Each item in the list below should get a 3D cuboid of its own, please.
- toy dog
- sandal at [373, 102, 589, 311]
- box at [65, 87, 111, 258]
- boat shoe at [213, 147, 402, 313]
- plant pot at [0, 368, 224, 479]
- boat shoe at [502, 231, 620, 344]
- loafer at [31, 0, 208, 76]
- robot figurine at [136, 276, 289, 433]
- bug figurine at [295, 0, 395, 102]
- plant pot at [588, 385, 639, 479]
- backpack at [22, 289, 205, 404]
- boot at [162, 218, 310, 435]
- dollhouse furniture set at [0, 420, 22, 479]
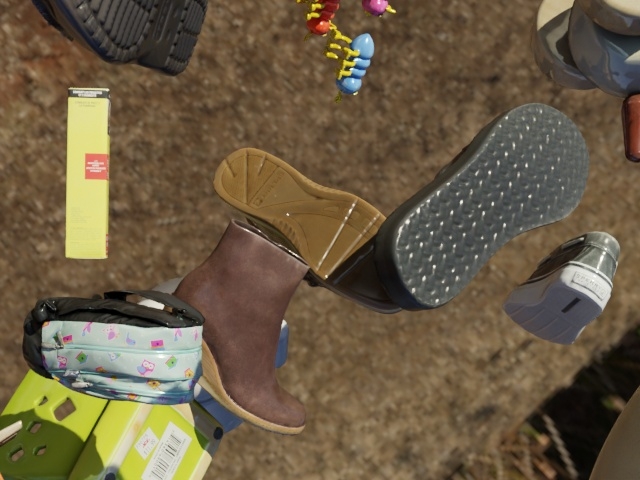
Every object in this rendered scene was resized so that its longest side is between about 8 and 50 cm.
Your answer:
[{"bbox_3d":[0.318,-0.148,0.898,0.333,0.161,0.220,-12,169,18],"label":"toy dog"},{"bbox_3d":[0.204,-0.057,1.650,0.446,0.107,0.167,-32,105,-39],"label":"sandal"},{"bbox_3d":[-0.321,-0.091,1.726,0.058,0.232,0.087,2,178,-8],"label":"box"},{"bbox_3d":[0.000,0.000,1.704,0.123,0.342,0.123,-51,153,-15],"label":"boat shoe"},{"bbox_3d":[-0.274,0.273,1.654,0.227,0.207,0.228,50,56,-39],"label":"plant pot"},{"bbox_3d":[0.379,0.072,1.894,0.119,0.121,0.335,-56,-178,-16],"label":"boat shoe"},{"bbox_3d":[-0.216,-0.236,1.189,0.366,0.130,0.134,39,70,-80],"label":"loafer"},{"bbox_3d":[-0.194,0.183,1.949,0.300,0.200,0.353,-15,153,-5],"label":"robot figurine"},{"bbox_3d":[0.043,-0.335,1.773,0.072,0.279,0.216,12,121,-23],"label":"bug figurine"},{"bbox_3d":[0.538,0.330,1.887,0.256,0.256,0.274,-24,132,-29],"label":"plant pot"},{"bbox_3d":[-0.211,0.117,1.351,0.152,0.182,0.115,-16,109,-65],"label":"backpack"},{"bbox_3d":[-0.074,0.116,1.602,0.207,0.248,0.090,-52,-168,10],"label":"boot"},{"bbox_3d":[-0.291,0.327,1.336,0.135,0.262,0.259,-27,175,-22],"label":"dollhouse furniture set"}]
